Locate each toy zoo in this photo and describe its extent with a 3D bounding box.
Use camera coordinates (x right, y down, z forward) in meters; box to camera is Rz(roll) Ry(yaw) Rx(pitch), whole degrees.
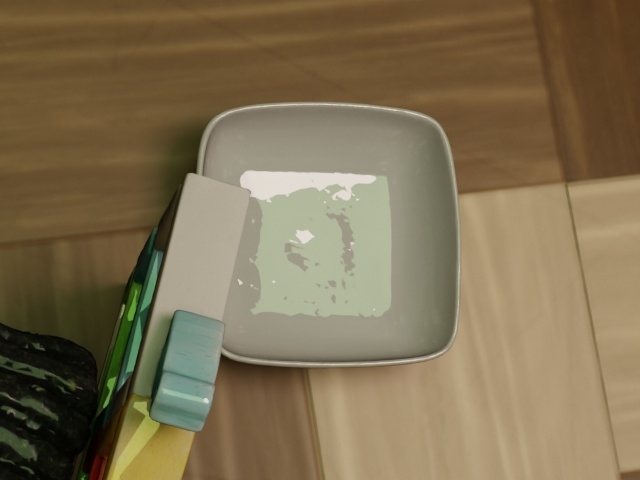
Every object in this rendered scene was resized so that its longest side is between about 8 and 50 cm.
[{"bbox_3d":[-0.083,0.085,0.774,0.030,0.293,0.192,16,76,-8],"label":"toy zoo"}]

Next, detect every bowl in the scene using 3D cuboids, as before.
[{"bbox_3d":[0.000,0.000,0.934,0.142,0.053,0.142,1,79,-12],"label":"bowl"}]

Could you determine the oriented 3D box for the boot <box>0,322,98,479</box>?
[{"bbox_3d":[-0.207,0.005,0.750,0.260,0.131,0.348,22,101,-7],"label":"boot"}]
